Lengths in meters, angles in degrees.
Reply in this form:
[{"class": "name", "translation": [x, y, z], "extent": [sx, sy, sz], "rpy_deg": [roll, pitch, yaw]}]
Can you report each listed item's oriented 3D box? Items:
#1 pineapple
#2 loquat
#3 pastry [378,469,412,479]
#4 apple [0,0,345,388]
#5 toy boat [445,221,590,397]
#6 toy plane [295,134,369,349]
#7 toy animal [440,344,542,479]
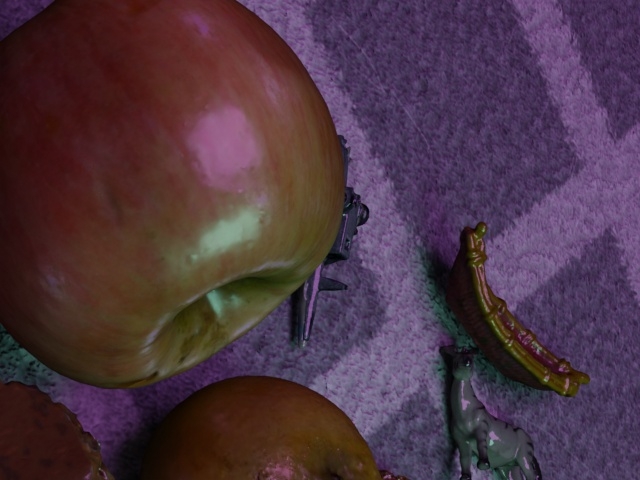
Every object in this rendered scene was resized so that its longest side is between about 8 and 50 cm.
[{"class": "pineapple", "translation": [-0.278, 0.284, 1.431], "extent": [0.202, 0.362, 0.202], "rpy_deg": [3, 55, -4]}, {"class": "loquat", "translation": [-0.063, 0.269, 1.663], "extent": [0.263, 0.263, 0.263], "rpy_deg": [14, 70, -41]}, {"class": "pastry", "translation": [0.075, 0.350, 1.912], "extent": [0.087, 0.063, 0.169], "rpy_deg": [31, 58, -38]}, {"class": "apple", "translation": [-0.172, -0.067, 1.566], "extent": [0.391, 0.391, 0.347], "rpy_deg": [-21, 72, -45]}, {"class": "toy boat", "translation": [0.246, 0.110, 2.108], "extent": [0.318, 0.099, 0.141], "rpy_deg": [52, 13, -32]}, {"class": "toy plane", "translation": [0.011, 0.000, 1.925], "extent": [0.192, 0.088, 0.262], "rpy_deg": [37, 51, -67]}, {"class": "toy animal", "translation": [0.220, 0.246, 2.079], "extent": [0.217, 0.073, 0.176], "rpy_deg": [41, 39, -34]}]
